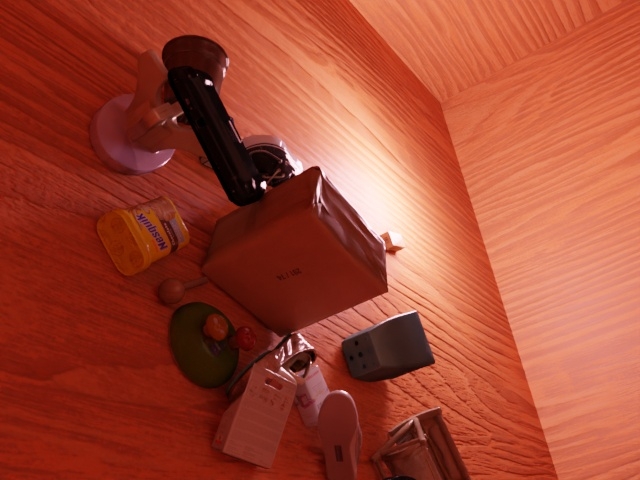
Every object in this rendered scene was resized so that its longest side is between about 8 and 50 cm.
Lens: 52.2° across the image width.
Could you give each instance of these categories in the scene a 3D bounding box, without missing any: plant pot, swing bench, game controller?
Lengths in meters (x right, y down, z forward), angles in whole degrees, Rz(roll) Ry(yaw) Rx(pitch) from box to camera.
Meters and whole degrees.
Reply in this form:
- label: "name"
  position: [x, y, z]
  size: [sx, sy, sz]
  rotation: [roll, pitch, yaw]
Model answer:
- label: "plant pot"
  position: [0.180, 0.311, 1.871]
  size: [0.234, 0.165, 0.166]
  rotation: [2, 65, -52]
- label: "swing bench"
  position: [0.288, 0.632, 1.782]
  size: [0.253, 0.165, 0.254]
  rotation: [65, 21, 3]
- label: "game controller"
  position: [-0.216, -0.223, 1.391]
  size: [0.319, 0.067, 0.166]
  rotation: [64, 10, -2]
- label: "plant pot"
  position: [-0.311, -0.382, 1.599]
  size: [0.167, 0.167, 0.165]
  rotation: [33, 47, -47]

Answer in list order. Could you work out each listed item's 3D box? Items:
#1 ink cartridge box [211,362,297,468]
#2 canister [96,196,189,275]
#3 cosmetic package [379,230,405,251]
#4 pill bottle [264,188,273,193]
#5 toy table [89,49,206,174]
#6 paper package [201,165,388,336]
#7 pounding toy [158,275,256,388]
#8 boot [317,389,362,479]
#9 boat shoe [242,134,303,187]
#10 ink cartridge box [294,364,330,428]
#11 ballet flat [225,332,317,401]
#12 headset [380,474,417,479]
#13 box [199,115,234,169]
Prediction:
- label: "ink cartridge box"
  position: [-0.131, 0.353, 1.316]
  size: [0.145, 0.045, 0.179]
  rotation: [38, 60, -41]
- label: "canister"
  position: [-0.345, -0.015, 1.296]
  size: [0.126, 0.073, 0.170]
  rotation: [62, 25, -4]
- label: "cosmetic package"
  position: [0.269, 0.004, 2.432]
  size: [0.115, 0.041, 0.060]
  rotation: [8, 60, -59]
- label: "pill bottle"
  position: [-0.123, -0.091, 1.741]
  size: [0.094, 0.094, 0.169]
  rotation: [65, 26, 2]
- label: "toy table"
  position: [-0.350, -0.259, 1.407]
  size: [0.252, 0.160, 0.274]
  rotation: [52, 28, -23]
- label: "paper package"
  position: [-0.051, 0.037, 1.499]
  size: [0.309, 0.324, 0.168]
  rotation: [46, 32, -31]
- label: "pounding toy"
  position: [-0.213, 0.171, 1.327]
  size: [0.183, 0.110, 0.237]
  rotation: [-7, 73, -63]
- label: "boot"
  position: [0.050, 0.440, 1.532]
  size: [0.123, 0.095, 0.258]
  rotation: [-64, 155, -67]
- label: "boat shoe"
  position: [-0.127, -0.199, 1.815]
  size: [0.301, 0.108, 0.102]
  rotation: [37, 39, -65]
- label: "ink cartridge box"
  position: [-0.020, 0.372, 1.566]
  size: [0.088, 0.052, 0.123]
  rotation: [-18, 84, -64]
- label: "ballet flat"
  position: [-0.088, 0.288, 1.435]
  size: [0.106, 0.108, 0.316]
  rotation: [35, 25, 12]
- label: "headset"
  position: [0.167, 0.684, 1.479]
  size: [0.394, 0.185, 0.244]
  rotation: [-8, 73, -48]
- label: "box"
  position: [-0.272, -0.279, 1.707]
  size: [0.136, 0.036, 0.225]
  rotation: [23, 47, -53]
